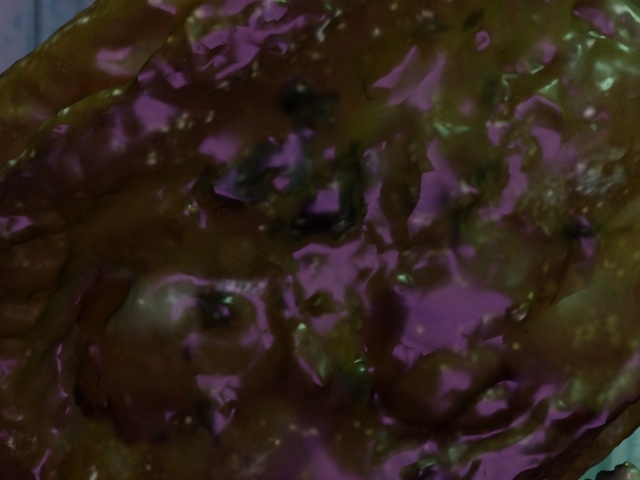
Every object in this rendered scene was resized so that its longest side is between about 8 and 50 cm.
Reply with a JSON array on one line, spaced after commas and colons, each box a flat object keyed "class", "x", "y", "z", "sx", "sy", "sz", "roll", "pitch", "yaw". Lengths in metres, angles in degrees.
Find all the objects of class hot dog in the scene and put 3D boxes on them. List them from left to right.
[{"class": "hot dog", "x": 0.000, "y": 0.000, "z": 0.575, "sx": 0.387, "sy": 0.174, "sz": 0.267, "roll": -33, "pitch": 100, "yaw": 2}]

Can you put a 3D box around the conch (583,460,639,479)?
[{"class": "conch", "x": 0.136, "y": 0.191, "z": 0.627, "sx": 0.155, "sy": 0.130, "sz": 0.207, "roll": 17, "pitch": 117, "yaw": 26}]
